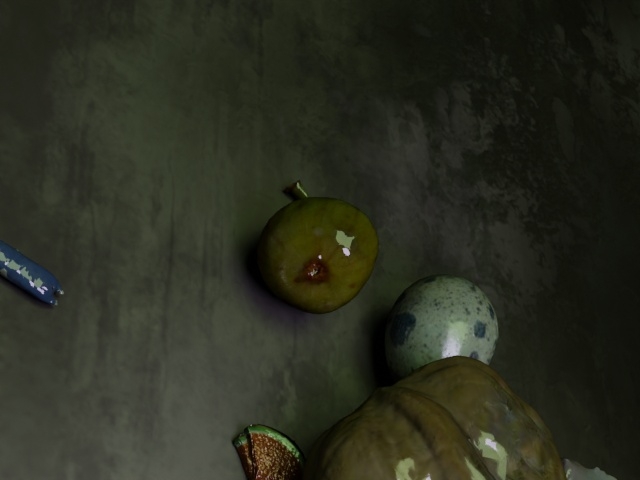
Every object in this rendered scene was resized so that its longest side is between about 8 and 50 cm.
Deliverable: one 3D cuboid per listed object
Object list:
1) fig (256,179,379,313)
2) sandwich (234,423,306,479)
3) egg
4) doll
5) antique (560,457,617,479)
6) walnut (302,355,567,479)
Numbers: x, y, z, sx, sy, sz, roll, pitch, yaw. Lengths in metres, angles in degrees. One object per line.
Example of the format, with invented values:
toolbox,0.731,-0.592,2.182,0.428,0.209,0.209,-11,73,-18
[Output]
fig,-0.007,0.013,1.687,0.148,0.186,0.142,27,91,2
sandwich,-0.054,0.249,1.556,0.101,0.026,0.069,28,53,-19
egg,0.148,0.127,1.711,0.141,0.141,0.181,30,54,-21
doll,-0.326,0.027,1.474,0.125,0.027,0.037,39,46,-18
antique,0.272,0.411,1.633,0.125,0.150,0.284,30,51,-23
walnut,0.131,0.282,1.517,0.277,0.282,0.253,62,4,2
